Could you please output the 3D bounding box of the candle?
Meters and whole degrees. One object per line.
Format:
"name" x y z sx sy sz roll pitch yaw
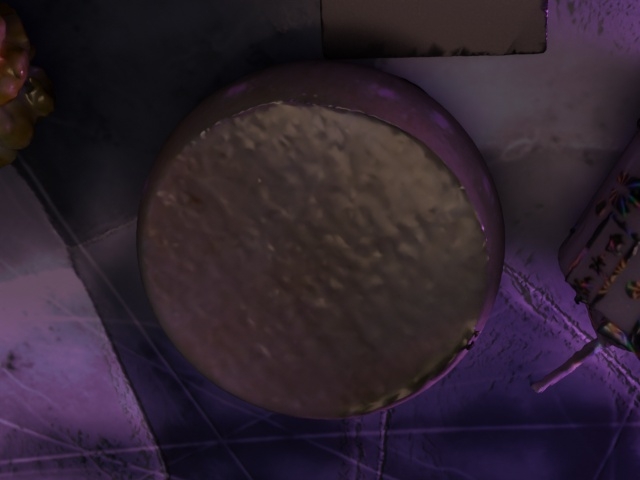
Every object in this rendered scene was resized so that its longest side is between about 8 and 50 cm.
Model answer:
"candle" 0.314 0.018 0.993 0.187 0.187 0.330 26 116 -4

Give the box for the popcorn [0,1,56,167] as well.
"popcorn" -0.368 -0.145 1.019 0.221 0.184 0.204 -42 72 25

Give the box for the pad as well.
"pad" 0.103 -0.237 1.006 0.211 0.003 0.143 0 114 7

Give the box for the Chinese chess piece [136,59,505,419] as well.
"Chinese chess piece" 0.000 0.000 1.049 0.349 0.146 0.349 3 114 7
